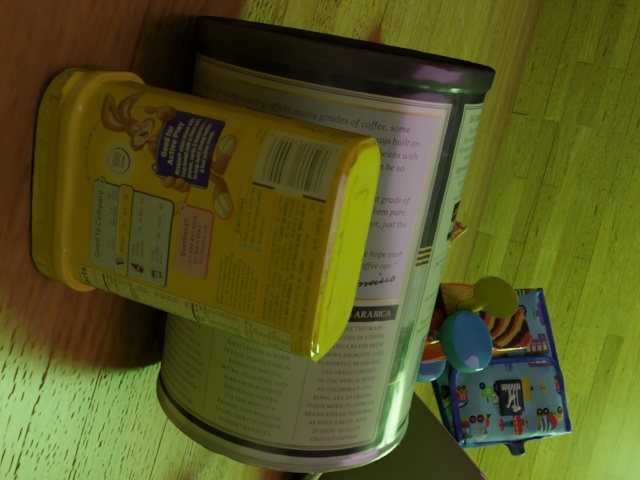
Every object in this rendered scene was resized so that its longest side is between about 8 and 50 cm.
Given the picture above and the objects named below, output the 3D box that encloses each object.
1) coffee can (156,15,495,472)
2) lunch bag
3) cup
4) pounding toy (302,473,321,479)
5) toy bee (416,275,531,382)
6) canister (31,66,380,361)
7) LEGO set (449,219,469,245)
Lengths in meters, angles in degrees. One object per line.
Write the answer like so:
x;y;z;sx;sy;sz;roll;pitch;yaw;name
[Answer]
-0.006;-0.006;0.514;0.201;0.202;0.275;-32;136;-65;coffee can
0.320;0.249;1.297;0.138;0.221;0.293;116;-32;-62;lunch bag
0.100;0.367;1.067;0.237;0.331;0.331;-39;157;-3;cup
-0.047;0.208;0.753;0.181;0.094;0.206;67;42;-63;pounding toy
0.132;0.082;0.814;0.298;0.195;0.162;-3;74;-62;toy bee
-0.063;-0.016;0.381;0.073;0.170;0.126;-33;136;-65;canister
0.217;-0.024;1.433;0.132;0.107;0.287;-41;171;9;LEGO set
